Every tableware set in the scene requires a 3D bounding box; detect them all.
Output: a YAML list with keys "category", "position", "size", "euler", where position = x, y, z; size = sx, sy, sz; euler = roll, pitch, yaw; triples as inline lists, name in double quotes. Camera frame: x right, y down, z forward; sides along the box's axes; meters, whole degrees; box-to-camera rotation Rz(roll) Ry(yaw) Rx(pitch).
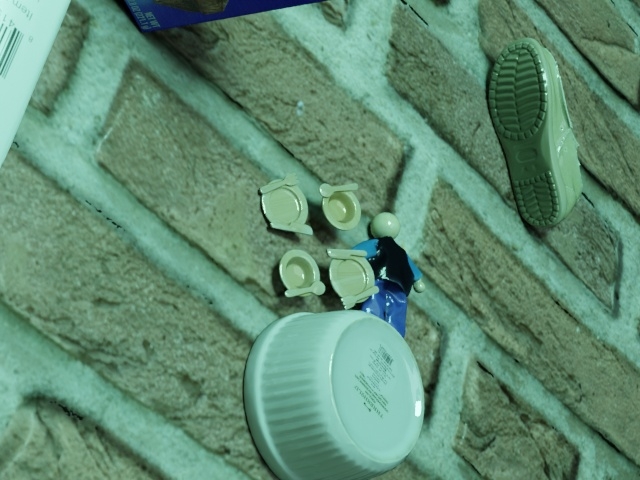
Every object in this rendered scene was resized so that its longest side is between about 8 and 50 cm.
- category: "tableware set"
  position: [0.000, 0.000, 1.785]
  size: [0.141, 0.020, 0.168]
  euler: [-3, 76, -36]

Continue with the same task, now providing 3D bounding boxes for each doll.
- category: "doll"
  position: [0.074, 0.050, 1.861]
  size: [0.129, 0.046, 0.189]
  euler: [25, 58, -33]

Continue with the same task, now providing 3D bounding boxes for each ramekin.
- category: "ramekin"
  position: [0.023, 0.173, 1.707]
  size: [0.207, 0.109, 0.207]
  euler: [21, 61, -44]

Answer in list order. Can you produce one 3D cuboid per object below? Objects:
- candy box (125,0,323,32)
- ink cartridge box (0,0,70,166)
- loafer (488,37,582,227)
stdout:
- category: "candy box"
  position: [-0.095, -0.365, 1.557]
  size: [0.268, 0.317, 0.122]
  euler: [61, 39, -33]
- category: "ink cartridge box"
  position: [-0.357, -0.104, 0.988]
  size: [0.285, 0.166, 0.394]
  euler: [39, 50, -32]
- category: "loafer"
  position: [0.310, -0.154, 2.181]
  size: [0.092, 0.102, 0.268]
  euler: [-13, 96, -52]
